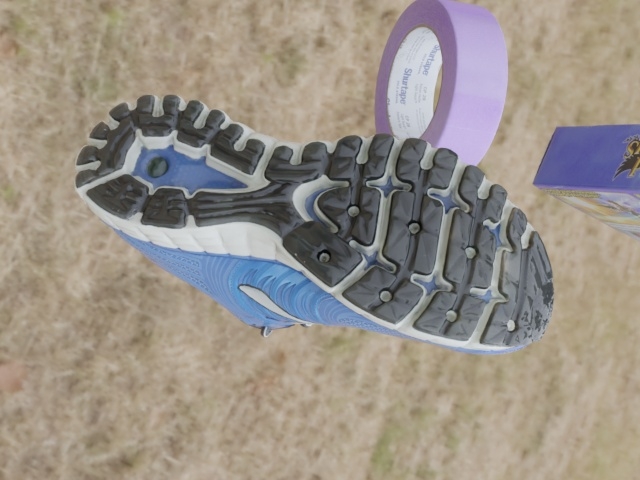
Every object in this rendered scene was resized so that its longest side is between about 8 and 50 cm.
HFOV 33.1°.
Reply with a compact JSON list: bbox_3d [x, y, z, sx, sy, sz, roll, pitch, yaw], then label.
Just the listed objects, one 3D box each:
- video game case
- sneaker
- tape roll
[{"bbox_3d":[0.337,-0.015,0.829,0.244,0.269,0.061,24,85,-22],"label":"video game case"},{"bbox_3d":[0.000,0.000,0.746,0.147,0.330,0.130,75,37,-65],"label":"sneaker"},{"bbox_3d":[0.182,-0.236,1.683,0.090,0.275,0.275,6,101,-23],"label":"tape roll"}]
